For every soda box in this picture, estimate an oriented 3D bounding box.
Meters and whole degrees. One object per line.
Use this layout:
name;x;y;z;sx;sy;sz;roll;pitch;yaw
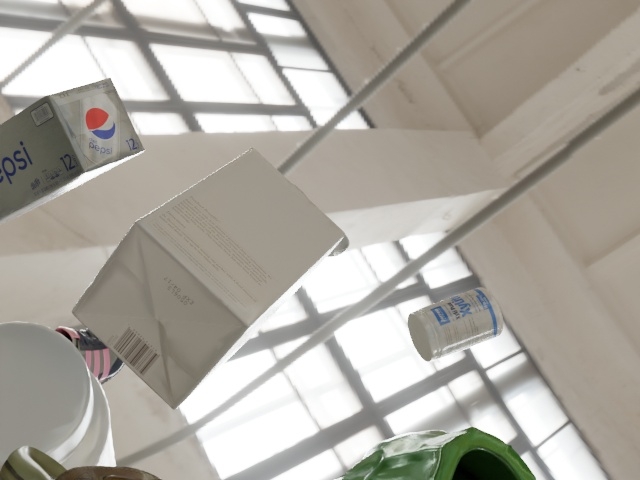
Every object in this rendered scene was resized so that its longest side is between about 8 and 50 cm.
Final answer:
soda box;-0.335;-0.083;1.094;0.286;0.098;0.091;-20;-83;37

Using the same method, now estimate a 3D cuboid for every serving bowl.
serving bowl;0.000;0.000;1.445;0.083;0.083;0.027;39;-60;23

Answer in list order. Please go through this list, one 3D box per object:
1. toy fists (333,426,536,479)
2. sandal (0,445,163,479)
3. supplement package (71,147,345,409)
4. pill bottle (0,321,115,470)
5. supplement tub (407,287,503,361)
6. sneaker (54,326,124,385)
toy fists;0.029;0.227;0.469;0.142;0.096;0.279;-28;-137;52
sandal;-0.157;0.214;0.757;0.086;0.120;0.303;-48;-141;-18
supplement package;-0.130;0.038;1.223;0.177;0.293;0.175;43;-58;3
pill bottle;-0.396;0.282;1.325;0.224;0.224;0.392;47;-27;20
supplement tub;0.174;0.108;1.256;0.071;0.107;0.071;162;-90;-74
sneaker;-0.448;0.206;1.806;0.112;0.319;0.131;19;-65;14
